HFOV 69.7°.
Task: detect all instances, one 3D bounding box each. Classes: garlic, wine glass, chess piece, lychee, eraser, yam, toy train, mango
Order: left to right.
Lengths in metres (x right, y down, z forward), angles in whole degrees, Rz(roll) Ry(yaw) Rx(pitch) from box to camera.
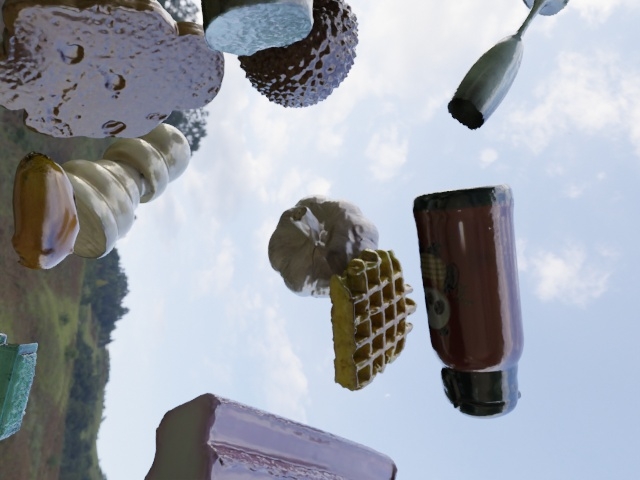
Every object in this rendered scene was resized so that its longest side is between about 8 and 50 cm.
[{"bbox_3d":[-0.500,0.231,0.706,0.070,0.100,0.172,110,-11,-81],"label":"toy train"},{"bbox_3d":[-0.297,-0.032,0.496,0.077,0.063,0.127,-154,-115,-67],"label":"mango"},{"bbox_3d":[-0.358,-0.120,0.847,0.167,0.299,0.167,14,-47,16],"label":"chess piece"},{"bbox_3d":[-0.054,-0.297,0.377,0.106,0.106,0.259,4,-82,48],"label":"yam"},{"bbox_3d":[-0.032,0.364,0.535,0.122,0.359,0.272,-31,-137,28],"label":"eraser"},{"bbox_3d":[-0.048,-0.411,1.001,0.267,0.267,0.267,1,-89,48],"label":"lychee"},{"bbox_3d":[0.000,0.000,0.831,0.219,0.212,0.218,-3,-111,8],"label":"garlic"},{"bbox_3d":[0.226,-0.231,0.565,0.066,0.066,0.198,27,-102,44],"label":"wine glass"}]

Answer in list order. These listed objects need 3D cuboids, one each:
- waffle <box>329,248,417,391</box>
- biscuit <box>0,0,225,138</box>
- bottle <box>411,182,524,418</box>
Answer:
[{"bbox_3d":[0.105,0.119,0.818,0.057,0.219,0.229,8,-73,39],"label":"waffle"},{"bbox_3d":[-0.256,-0.199,0.542,0.041,0.290,0.208,66,-30,21],"label":"biscuit"},{"bbox_3d":[0.227,0.089,0.678,0.144,0.144,0.336,-5,-86,48],"label":"bottle"}]
